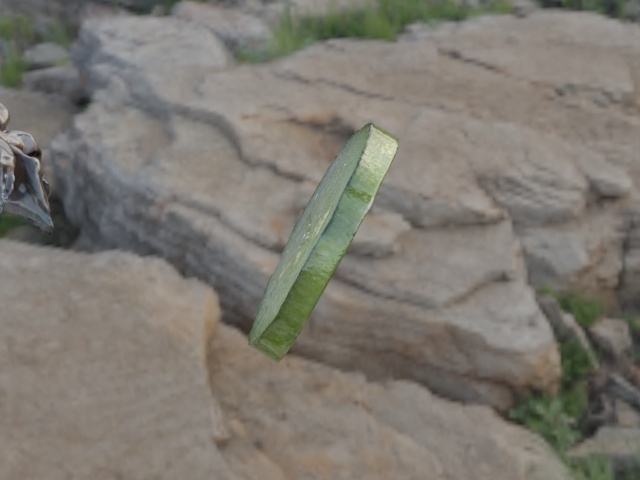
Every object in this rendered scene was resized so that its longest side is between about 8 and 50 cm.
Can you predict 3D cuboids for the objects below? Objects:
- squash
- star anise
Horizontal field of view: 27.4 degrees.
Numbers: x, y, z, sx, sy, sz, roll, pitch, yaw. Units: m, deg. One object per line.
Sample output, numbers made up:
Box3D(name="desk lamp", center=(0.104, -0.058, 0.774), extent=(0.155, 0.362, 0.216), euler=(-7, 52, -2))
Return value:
Box3D(name="squash", center=(0.004, 0.002, 1.108), extent=(0.041, 0.219, 0.219), euler=(28, 29, -7))
Box3D(name="star anise", center=(-0.278, -0.085, 1.067), extent=(0.065, 0.195, 0.182), euler=(-46, 9, 5))
